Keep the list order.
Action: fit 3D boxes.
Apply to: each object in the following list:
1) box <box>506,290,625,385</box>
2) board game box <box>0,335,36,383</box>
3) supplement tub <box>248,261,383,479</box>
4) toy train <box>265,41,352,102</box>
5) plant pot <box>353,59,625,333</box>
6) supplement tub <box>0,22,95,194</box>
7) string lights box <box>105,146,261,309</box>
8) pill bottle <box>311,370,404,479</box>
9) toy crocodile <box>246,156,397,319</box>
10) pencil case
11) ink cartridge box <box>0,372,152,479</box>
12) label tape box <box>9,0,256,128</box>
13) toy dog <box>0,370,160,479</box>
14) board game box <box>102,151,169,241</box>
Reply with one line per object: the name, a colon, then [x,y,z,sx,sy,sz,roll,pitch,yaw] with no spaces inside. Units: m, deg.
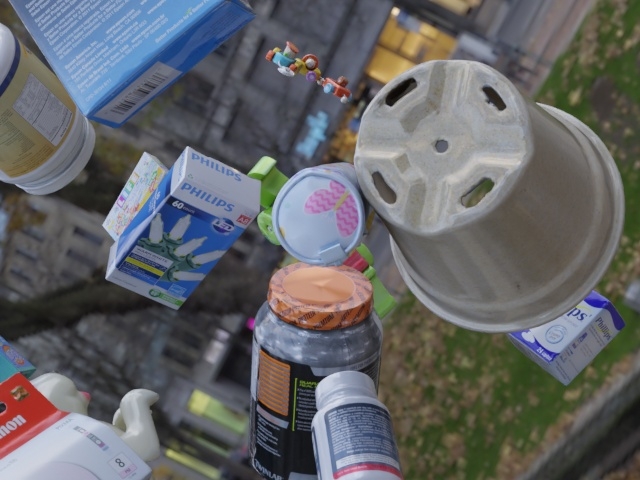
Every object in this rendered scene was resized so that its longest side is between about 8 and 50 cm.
box: [0.377,0.133,2.020,0.137,0.072,0.126,-45,39,-5]
board game box: [-0.518,0.136,1.900,0.047,0.210,0.160,-48,0,-6]
supplement tub: [-0.008,0.203,1.930,0.193,0.193,0.316,-64,-19,-60]
toy train: [-0.016,-0.306,2.322,0.046,0.166,0.125,-59,41,13]
plant pot: [0.198,-0.075,1.661,0.334,0.333,0.305,-63,-27,-5]
supplement tub: [-0.602,-0.250,2.495,0.316,0.228,0.228,48,-118,-48]
string lights box: [-0.214,-0.016,2.011,0.260,0.133,0.077,-48,28,37]
pill bottle: [0.044,0.263,1.674,0.180,0.107,0.108,-100,27,-43]
toy crocodile: [0.000,0.000,2.195,0.115,0.340,0.105,-37,-5,-26]
pencil case: [0.009,-0.035,1.650,0.273,0.113,0.124,-33,-64,-83]
ink cartridge box: [-0.355,0.270,1.638,0.189,0.232,0.066,-34,-13,-52]
label tape box: [-0.272,-0.348,1.634,0.240,0.334,0.106,-37,-13,12]
toy dog: [-0.390,0.393,2.043,0.395,0.408,0.284,-39,-1,-10]
board game box: [-0.316,-0.067,2.261,0.154,0.026,0.103,-59,36,8]
